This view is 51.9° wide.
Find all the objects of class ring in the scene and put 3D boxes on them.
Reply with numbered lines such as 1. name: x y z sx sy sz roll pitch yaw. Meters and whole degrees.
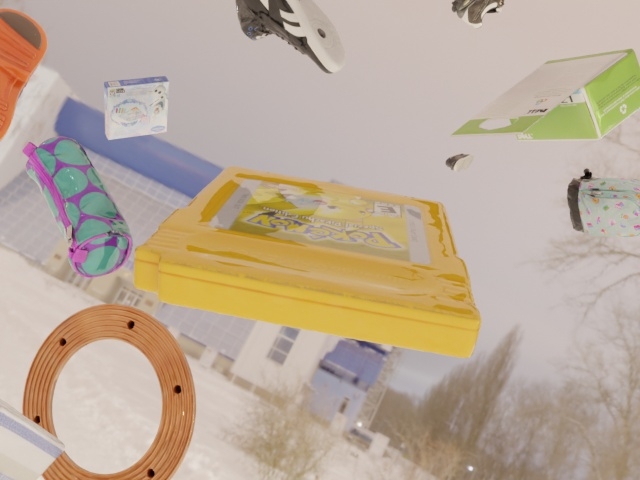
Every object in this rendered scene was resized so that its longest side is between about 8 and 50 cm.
1. ring: -0.353 0.275 1.099 0.336 0.336 0.032 22 -2 20

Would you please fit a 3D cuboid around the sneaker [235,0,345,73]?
1. sneaker: -0.057 -0.344 1.078 0.121 0.079 0.217 -33 -90 37

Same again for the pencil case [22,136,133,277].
1. pencil case: -0.252 -0.038 0.682 0.070 0.064 0.151 11 38 -57

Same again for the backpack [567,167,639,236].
1. backpack: 0.657 -0.073 1.478 0.182 0.115 0.152 5 -48 42

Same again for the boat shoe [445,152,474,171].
1. boat shoe: 0.362 -0.205 1.708 0.038 0.046 0.125 31 31 24

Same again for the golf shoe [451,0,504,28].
1. golf shoe: 0.393 -0.569 1.492 0.094 0.198 0.077 45 8 -12

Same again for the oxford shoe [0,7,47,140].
1. oxford shoe: -0.529 -0.191 0.986 0.130 0.363 0.133 36 -43 -21

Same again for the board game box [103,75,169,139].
1. board game box: -0.269 -0.194 0.963 0.020 0.090 0.090 54 -36 35

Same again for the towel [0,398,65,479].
1. towel: -0.512 0.358 0.915 0.034 0.285 0.209 31 -22 30

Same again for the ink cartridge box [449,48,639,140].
1. ink cartridge box: 0.370 -0.202 1.080 0.097 0.255 0.189 59 -17 -20

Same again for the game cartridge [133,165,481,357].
1. game cartridge: 0.000 0.000 0.663 0.285 0.052 0.323 10 18 2
